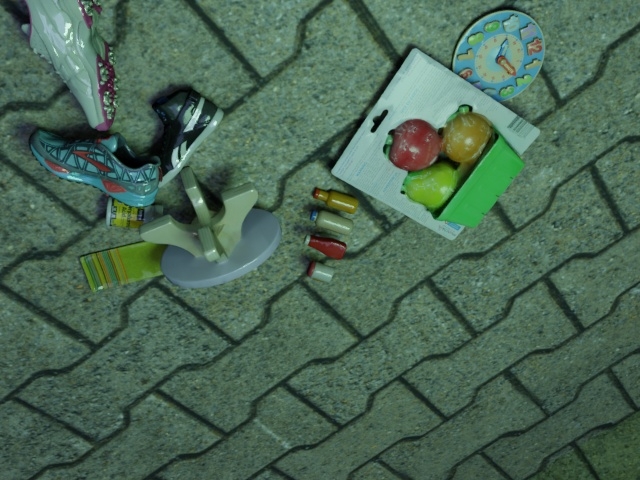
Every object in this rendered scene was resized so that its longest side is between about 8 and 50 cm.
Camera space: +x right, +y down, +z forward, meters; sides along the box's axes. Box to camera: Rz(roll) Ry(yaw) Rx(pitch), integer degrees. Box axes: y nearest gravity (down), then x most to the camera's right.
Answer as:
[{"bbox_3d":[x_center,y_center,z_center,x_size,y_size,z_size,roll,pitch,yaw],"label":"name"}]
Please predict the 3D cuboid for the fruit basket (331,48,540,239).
[{"bbox_3d":[0.254,-0.201,1.476,0.353,0.165,0.327,29,112,-12],"label":"fruit basket"}]

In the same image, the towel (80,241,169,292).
[{"bbox_3d":[-0.422,0.052,1.523,0.237,0.021,0.102,-14,126,-6],"label":"towel"}]

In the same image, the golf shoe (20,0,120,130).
[{"bbox_3d":[-0.456,-0.347,1.207,0.140,0.115,0.306,-4,118,1],"label":"golf shoe"}]

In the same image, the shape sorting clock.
[{"bbox_3d":[0.385,-0.391,1.424,0.206,0.040,0.206,-7,124,-10],"label":"shape sorting clock"}]

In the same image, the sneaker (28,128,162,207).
[{"bbox_3d":[-0.433,-0.172,1.302,0.262,0.104,0.125,23,120,-15],"label":"sneaker"}]

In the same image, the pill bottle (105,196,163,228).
[{"bbox_3d":[-0.402,-0.059,1.428,0.116,0.065,0.065,4,122,-18],"label":"pill bottle"}]

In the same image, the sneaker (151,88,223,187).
[{"bbox_3d":[-0.310,-0.218,1.346,0.121,0.079,0.217,37,104,-24],"label":"sneaker"}]

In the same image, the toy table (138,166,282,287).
[{"bbox_3d":[-0.233,-0.024,1.407,0.274,0.252,0.161,-31,143,-9],"label":"toy table"}]

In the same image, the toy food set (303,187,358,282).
[{"bbox_3d":[0.000,0.000,1.547,0.104,0.111,0.232,18,118,-11],"label":"toy food set"}]
